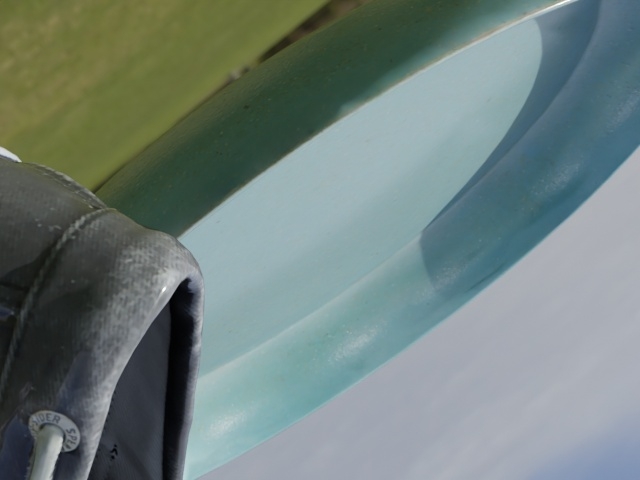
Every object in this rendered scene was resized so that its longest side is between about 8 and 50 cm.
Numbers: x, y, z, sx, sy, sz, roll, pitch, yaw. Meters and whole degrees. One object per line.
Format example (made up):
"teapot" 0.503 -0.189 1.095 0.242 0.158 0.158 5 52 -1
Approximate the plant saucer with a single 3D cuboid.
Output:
"plant saucer" 0.000 0.000 0.638 0.317 0.044 0.317 -33 164 -11

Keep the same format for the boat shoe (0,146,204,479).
"boat shoe" -0.073 0.104 0.465 0.108 0.102 0.301 -56 160 -48
